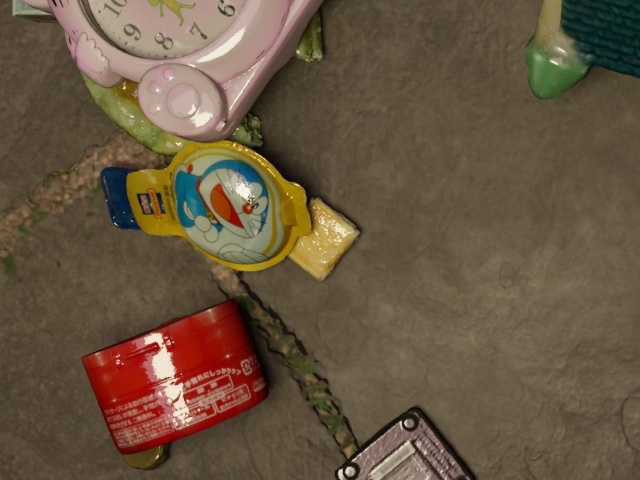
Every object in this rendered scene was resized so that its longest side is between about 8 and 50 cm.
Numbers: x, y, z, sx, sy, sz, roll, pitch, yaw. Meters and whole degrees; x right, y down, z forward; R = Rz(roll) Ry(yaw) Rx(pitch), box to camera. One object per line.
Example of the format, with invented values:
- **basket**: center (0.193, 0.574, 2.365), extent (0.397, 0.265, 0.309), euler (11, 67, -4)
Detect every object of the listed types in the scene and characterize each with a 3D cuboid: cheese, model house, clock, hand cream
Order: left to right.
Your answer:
- **clock**: center (-0.165, -0.295, 1.348), extent (0.322, 0.113, 0.295), euler (36, 96, 11)
- **hand cream**: center (-0.163, 0.153, 1.396), extent (0.193, 0.193, 0.125), euler (-20, 89, 14)
- **cheese**: center (-0.135, -0.041, 1.431), extent (0.270, 0.069, 0.177), euler (5, 122, 26)
- **model house**: center (0.370, -0.229, 1.229), extent (0.298, 0.243, 0.284), euler (20, 106, 16)

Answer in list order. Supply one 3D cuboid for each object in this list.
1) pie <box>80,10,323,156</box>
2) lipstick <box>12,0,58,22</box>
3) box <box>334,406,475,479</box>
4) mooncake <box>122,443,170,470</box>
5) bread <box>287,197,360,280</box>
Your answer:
- **pie**: center (-0.151, -0.242, 1.437), extent (0.302, 0.067, 0.302), euler (1, 93, 14)
- **lipstick**: center (-0.317, -0.408, 1.465), extent (0.077, 0.076, 0.289), euler (3, 94, 15)
- **box**: center (0.098, 0.272, 1.403), extent (0.126, 0.027, 0.125), euler (-39, 83, -5)
- **mooncake**: center (-0.073, 0.301, 1.451), extent (0.347, 0.057, 0.150), euler (38, 99, 11)
- **bread**: center (0.000, 0.000, 1.428), extent (0.070, 0.035, 0.083), euler (35, 107, 11)
